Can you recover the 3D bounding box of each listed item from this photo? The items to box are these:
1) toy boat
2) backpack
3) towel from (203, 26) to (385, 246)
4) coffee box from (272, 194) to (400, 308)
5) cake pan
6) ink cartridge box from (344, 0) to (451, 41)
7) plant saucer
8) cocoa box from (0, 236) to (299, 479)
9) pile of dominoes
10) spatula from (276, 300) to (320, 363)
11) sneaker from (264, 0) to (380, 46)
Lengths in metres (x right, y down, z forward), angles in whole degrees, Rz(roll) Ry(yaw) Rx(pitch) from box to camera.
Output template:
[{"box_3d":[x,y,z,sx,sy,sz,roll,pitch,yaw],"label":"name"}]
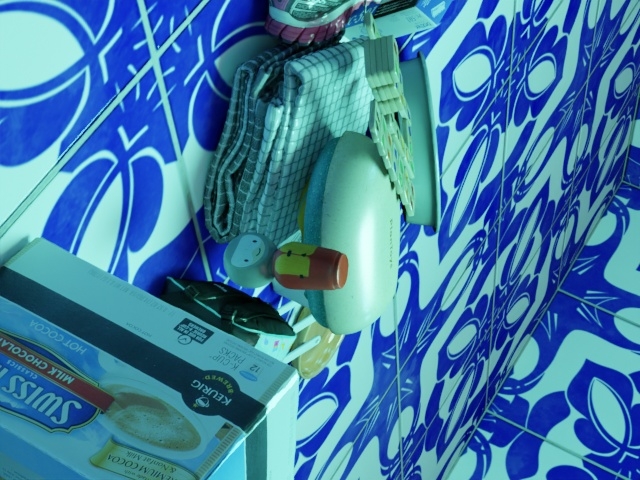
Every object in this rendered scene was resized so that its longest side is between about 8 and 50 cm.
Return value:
[{"box_3d":[0.000,0.000,1.654,0.318,0.148,0.268,-30,124,-67],"label":"toy boat"},{"box_3d":[-0.130,0.133,1.764,0.188,0.165,0.144,-2,116,-64],"label":"backpack"},{"box_3d":[-0.041,-0.145,1.745,0.235,0.121,0.284,-35,146,-51],"label":"towel"},{"box_3d":[0.024,-0.028,2.055,0.246,0.098,0.141,-53,156,-30],"label":"coffee box"},{"box_3d":[0.149,-0.155,2.091,0.293,0.054,0.293,-6,90,-89],"label":"cake pan"},{"box_3d":[0.113,-0.331,1.820,0.097,0.046,0.207,-59,-156,-16],"label":"ink cartridge box"},{"box_3d":[0.002,0.146,2.287,0.200,0.037,0.200,-52,157,-33],"label":"plant saucer"},{"box_3d":[-0.227,0.202,1.344,0.228,0.347,0.231,-46,152,-40],"label":"cocoa box"},{"box_3d":[0.106,-0.159,1.693,0.251,0.040,0.196,59,25,-57],"label":"pile of dominoes"},{"box_3d":[-0.072,0.162,2.100,0.242,0.019,0.168,-30,138,-40],"label":"spatula"},{"box_3d":[0.041,-0.362,1.694,0.299,0.120,0.112,-47,150,-40],"label":"sneaker"}]
